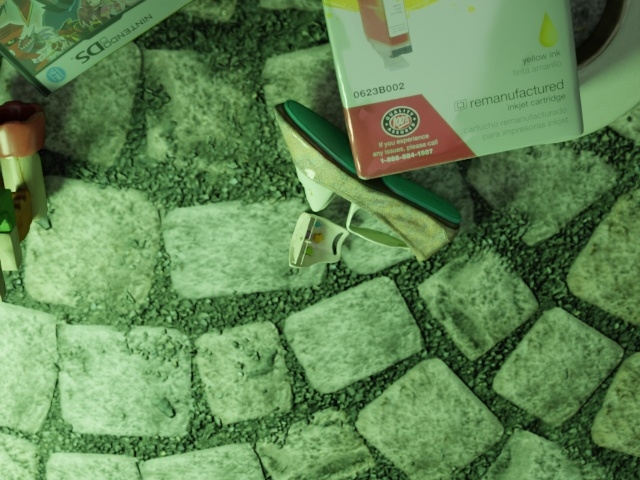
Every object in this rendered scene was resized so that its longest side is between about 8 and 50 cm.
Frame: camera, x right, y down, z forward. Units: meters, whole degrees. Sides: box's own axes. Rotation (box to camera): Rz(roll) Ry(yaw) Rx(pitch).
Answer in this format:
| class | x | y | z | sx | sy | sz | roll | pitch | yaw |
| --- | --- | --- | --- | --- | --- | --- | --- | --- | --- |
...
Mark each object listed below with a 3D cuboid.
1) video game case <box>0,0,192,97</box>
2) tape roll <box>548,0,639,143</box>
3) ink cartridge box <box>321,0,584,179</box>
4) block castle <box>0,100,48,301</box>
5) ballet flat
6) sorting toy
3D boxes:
| class | x | y | z | sx | sy | sz | roll | pitch | yaw |
| --- | --- | --- | --- | --- | --- | --- | --- | --- | --- |
| video game case | -0.331 | -0.335 | 1.218 | 0.248 | 0.035 | 0.275 | -30 | 135 | 10 |
| tape roll | 0.285 | -0.318 | 1.281 | 0.391 | 0.072 | 0.392 | -1 | 112 | -2 |
| ink cartridge box | 0.137 | -0.297 | 1.162 | 0.279 | 0.160 | 0.385 | -11 | 111 | 4 |
| block castle | -0.518 | -0.041 | 1.174 | 0.302 | 0.453 | 0.213 | -1 | 119 | 0 |
| ballet flat | 0.048 | -0.067 | 1.360 | 0.316 | 0.108 | 0.106 | 33 | 114 | -12 |
| sorting toy | 0.000 | 0.000 | 1.418 | 0.075 | 0.045 | 0.083 | 14 | 110 | -14 |
